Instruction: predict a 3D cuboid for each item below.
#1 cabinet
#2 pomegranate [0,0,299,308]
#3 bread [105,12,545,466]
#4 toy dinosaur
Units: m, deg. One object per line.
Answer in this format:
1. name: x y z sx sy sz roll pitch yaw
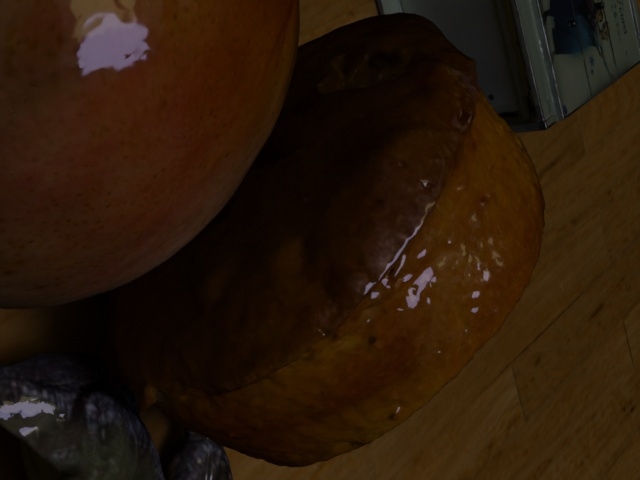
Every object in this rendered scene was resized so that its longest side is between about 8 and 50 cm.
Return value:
1. cabinet: 0.173 -0.191 1.423 0.206 0.150 0.145 -35 115 -50
2. pomegranate: -0.167 -0.109 0.835 0.319 0.319 0.319 8 80 -54
3. bread: 0.003 -0.005 1.028 0.172 0.312 0.312 42 53 -26
4. toy dinosaur: -0.139 0.158 1.013 0.294 0.077 0.162 47 37 -60
